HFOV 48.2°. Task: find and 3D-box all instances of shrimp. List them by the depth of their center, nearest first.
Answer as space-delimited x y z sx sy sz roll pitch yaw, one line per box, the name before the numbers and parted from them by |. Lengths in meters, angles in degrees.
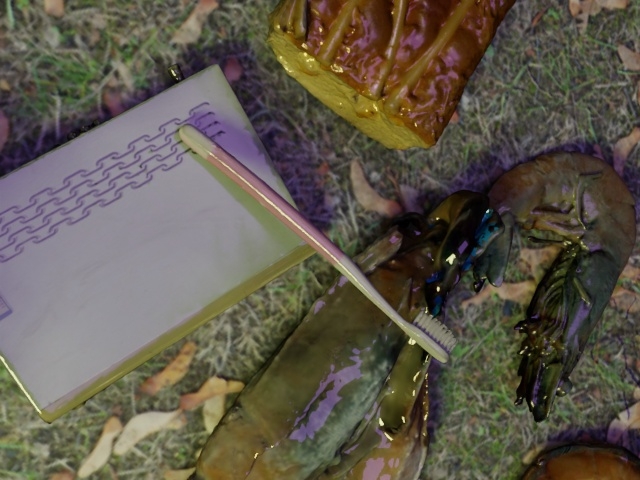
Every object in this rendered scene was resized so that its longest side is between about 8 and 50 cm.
shrimp | 0.039 0.147 0.654 0.221 0.110 0.445 35 84 -26
shrimp | 0.231 0.029 0.740 0.178 0.075 0.289 29 83 -13
shrimp | 0.270 0.355 0.779 0.222 0.054 0.290 30 79 -22

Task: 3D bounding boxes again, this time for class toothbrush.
toothbrush | 0.000 0.000 0.581 0.286 0.020 0.025 40 74 -4

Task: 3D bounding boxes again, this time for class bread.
bread | 0.084 -0.241 0.641 0.185 0.114 0.274 33 79 -21

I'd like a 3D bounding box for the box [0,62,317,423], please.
box | -0.158 -0.006 0.591 0.270 0.045 0.210 -34 104 -16
